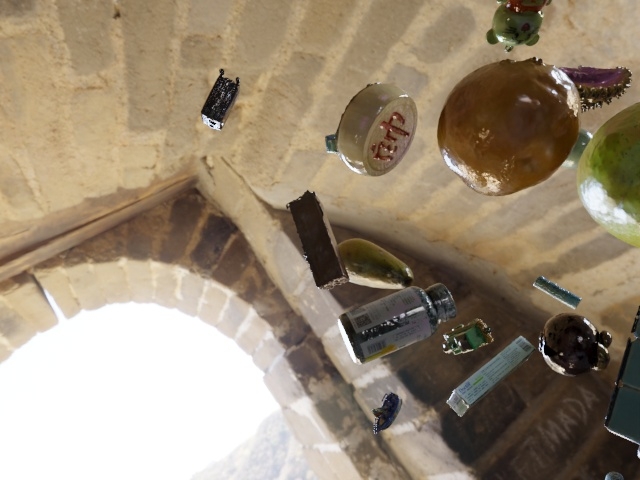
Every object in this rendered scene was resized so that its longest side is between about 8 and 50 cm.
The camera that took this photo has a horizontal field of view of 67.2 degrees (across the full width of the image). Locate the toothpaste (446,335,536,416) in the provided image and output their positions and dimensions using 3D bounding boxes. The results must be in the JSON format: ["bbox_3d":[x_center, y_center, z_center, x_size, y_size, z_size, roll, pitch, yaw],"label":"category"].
[{"bbox_3d":[0.532,0.413,1.488,0.337,0.067,0.081,-26,-36,-29],"label":"toothpaste"}]

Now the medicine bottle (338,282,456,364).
[{"bbox_3d":[0.203,0.209,1.265,0.294,0.141,0.141,-22,-17,-6],"label":"medicine bottle"}]

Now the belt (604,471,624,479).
[{"bbox_3d":[0.488,0.537,0.927,0.302,0.087,0.072,-45,-16,32],"label":"belt"}]

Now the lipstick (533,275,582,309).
[{"bbox_3d":[0.850,0.185,1.733,0.048,0.158,0.048,-33,-38,-31],"label":"lipstick"}]

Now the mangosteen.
[{"bbox_3d":[0.788,0.323,1.499,0.210,0.209,0.210,-32,-15,-10],"label":"mangosteen"}]

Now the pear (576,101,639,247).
[{"bbox_3d":[0.782,-0.146,1.089,0.391,0.391,0.391,-32,-15,-10],"label":"pear"}]

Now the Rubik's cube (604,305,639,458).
[{"bbox_3d":[0.739,0.265,0.855,0.358,0.369,0.386,161,127,-88],"label":"Rubik's cube"}]

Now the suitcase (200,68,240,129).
[{"bbox_3d":[-0.239,-0.332,1.154,0.126,0.059,0.086,-65,8,-7],"label":"suitcase"}]

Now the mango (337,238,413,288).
[{"bbox_3d":[0.196,0.092,1.795,0.177,0.330,0.175,-25,-55,-62],"label":"mango"}]

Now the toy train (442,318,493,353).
[{"bbox_3d":[0.519,0.355,1.731,0.136,0.091,0.228,-20,-12,-39],"label":"toy train"}]

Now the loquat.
[{"bbox_3d":[0.442,-0.268,1.146,0.329,0.328,0.328,-32,-15,-10],"label":"loquat"}]

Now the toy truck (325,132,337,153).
[{"bbox_3d":[0.104,-0.372,1.759,0.175,0.081,0.067,-29,-56,-31],"label":"toy truck"}]

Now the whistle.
[{"bbox_3d":[0.477,-0.570,1.112,0.132,0.106,0.288,2,-41,-1],"label":"whistle"}]

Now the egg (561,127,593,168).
[{"bbox_3d":[0.925,-0.341,1.773,0.149,0.149,0.192,-39,21,13],"label":"egg"}]

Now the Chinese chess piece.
[{"bbox_3d":[0.166,-0.319,1.404,0.270,0.112,0.269,-33,-38,-31],"label":"Chinese chess piece"}]

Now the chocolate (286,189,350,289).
[{"bbox_3d":[0.000,0.000,1.567,0.112,0.320,0.112,-26,-23,14],"label":"chocolate"}]

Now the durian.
[{"bbox_3d":[0.877,-0.485,1.628,0.342,0.112,0.191,-2,-42,-6],"label":"durian"}]

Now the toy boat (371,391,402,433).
[{"bbox_3d":[0.244,0.681,1.914,0.091,0.110,0.174,11,72,61],"label":"toy boat"}]
